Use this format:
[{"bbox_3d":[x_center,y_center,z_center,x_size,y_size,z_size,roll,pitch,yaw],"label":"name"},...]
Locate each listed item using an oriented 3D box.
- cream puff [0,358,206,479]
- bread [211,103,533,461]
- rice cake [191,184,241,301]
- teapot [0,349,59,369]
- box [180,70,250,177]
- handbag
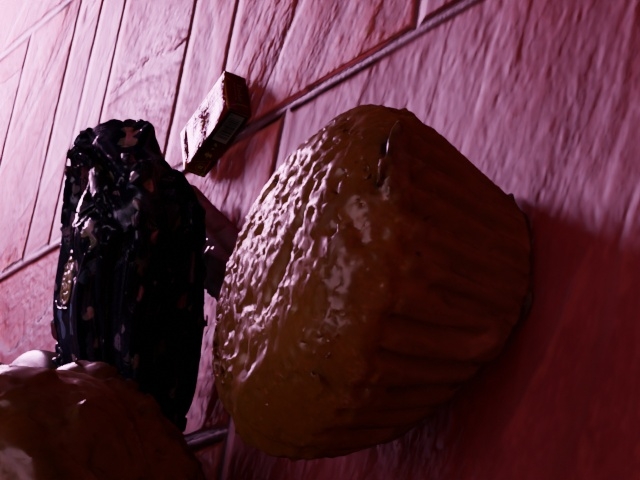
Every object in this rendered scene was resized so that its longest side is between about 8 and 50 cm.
[{"bbox_3d":[-0.192,0.253,1.412,0.343,0.231,0.327,23,94,36],"label":"cream puff"},{"bbox_3d":[0.023,0.031,1.261,0.240,0.139,0.240,-43,36,43],"label":"bread"},{"bbox_3d":[-0.079,0.010,1.584,0.270,0.049,0.055,-140,51,-64],"label":"rice cake"},{"bbox_3d":[-0.258,0.189,1.665,0.185,0.175,0.267,-59,28,26],"label":"teapot"},{"bbox_3d":[-0.092,-0.101,1.718,0.082,0.023,0.051,-52,30,33],"label":"box"},{"bbox_3d":[-0.151,0.036,1.556,0.162,0.113,0.260,-130,40,-52],"label":"handbag"}]
